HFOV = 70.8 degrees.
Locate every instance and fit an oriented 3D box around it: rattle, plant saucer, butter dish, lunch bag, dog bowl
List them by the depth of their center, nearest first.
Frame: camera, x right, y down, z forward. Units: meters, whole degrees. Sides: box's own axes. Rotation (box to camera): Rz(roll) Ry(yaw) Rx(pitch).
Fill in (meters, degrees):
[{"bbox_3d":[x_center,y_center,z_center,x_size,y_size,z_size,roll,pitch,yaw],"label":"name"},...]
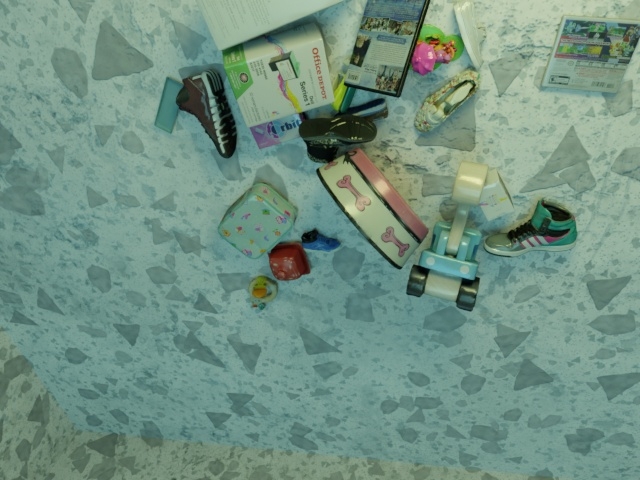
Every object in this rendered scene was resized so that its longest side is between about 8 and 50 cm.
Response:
[{"bbox_3d":[0.173,-0.113,1.396,0.150,0.408,0.408,-40,110,11],"label":"dog bowl"},{"bbox_3d":[-0.510,-0.456,1.523,0.067,0.018,0.192,27,125,-7],"label":"plant saucer"},{"bbox_3d":[-0.233,-0.064,1.682,0.224,0.108,0.279,38,126,-20],"label":"lunch bag"},{"bbox_3d":[-0.138,0.103,1.769,0.160,0.118,0.160,-5,124,20],"label":"butter dish"},{"bbox_3d":[-0.260,0.262,1.905,0.130,0.143,0.200,18,123,-24],"label":"rattle"}]

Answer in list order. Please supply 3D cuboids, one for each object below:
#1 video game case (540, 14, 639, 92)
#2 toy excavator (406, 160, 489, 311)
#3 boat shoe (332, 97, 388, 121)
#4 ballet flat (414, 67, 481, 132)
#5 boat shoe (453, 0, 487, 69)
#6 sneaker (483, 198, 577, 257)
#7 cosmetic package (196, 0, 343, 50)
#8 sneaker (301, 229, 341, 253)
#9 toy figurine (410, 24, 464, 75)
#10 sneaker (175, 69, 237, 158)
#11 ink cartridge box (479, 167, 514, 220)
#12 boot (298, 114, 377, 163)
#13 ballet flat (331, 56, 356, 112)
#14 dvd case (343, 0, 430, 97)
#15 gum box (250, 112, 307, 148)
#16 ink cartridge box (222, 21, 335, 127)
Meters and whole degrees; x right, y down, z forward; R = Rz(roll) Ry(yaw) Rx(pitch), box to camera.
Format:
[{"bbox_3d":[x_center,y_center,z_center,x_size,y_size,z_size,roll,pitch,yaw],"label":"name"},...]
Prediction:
[{"bbox_3d":[0.726,-0.499,1.213,0.201,0.023,0.184,9,126,8],"label":"video game case"},{"bbox_3d":[0.435,-0.010,1.462,0.222,0.433,0.446,14,94,18],"label":"toy excavator"},{"bbox_3d":[0.122,-0.380,1.405,0.183,0.066,0.066,-10,130,24],"label":"boat shoe"},{"bbox_3d":[0.368,-0.405,1.326,0.091,0.077,0.241,35,125,-14],"label":"ballet flat"},{"bbox_3d":[0.416,-0.560,1.219,0.063,0.066,0.184,-18,109,24],"label":"boat shoe"},{"bbox_3d":[0.691,-0.044,1.476,0.295,0.124,0.179,-7,128,8],"label":"sneaker"},{"bbox_3d":[-0.104,-0.652,1.174,0.384,0.217,0.156,-14,121,20],"label":"cosmetic package"},{"bbox_3d":[0.000,0.001,1.706,0.152,0.058,0.085,2,134,19],"label":"sneaker"},{"bbox_3d":[0.305,-0.501,1.221,0.173,0.159,0.130,3,125,10],"label":"toy figurine"},{"bbox_3d":[-0.382,-0.408,1.488,0.162,0.106,0.282,-1,114,19],"label":"sneaker"},{"bbox_3d":[0.549,-0.155,1.453,0.089,0.092,0.143,-25,115,28],"label":"ink cartridge box"},{"bbox_3d":[0.056,-0.313,1.422,0.236,0.085,0.178,1,164,4],"label":"boot"},{"bbox_3d":[0.089,-0.491,1.336,0.077,0.077,0.231,45,128,16],"label":"ballet flat"},{"bbox_3d":[0.173,-0.526,1.209,0.180,0.022,0.253,24,105,31],"label":"dvd case"},{"bbox_3d":[-0.132,-0.379,1.464,0.188,0.062,0.107,-12,122,20],"label":"gum box"},{"bbox_3d":[-0.114,-0.470,1.289,0.278,0.117,0.201,-16,138,1],"label":"ink cartridge box"}]
